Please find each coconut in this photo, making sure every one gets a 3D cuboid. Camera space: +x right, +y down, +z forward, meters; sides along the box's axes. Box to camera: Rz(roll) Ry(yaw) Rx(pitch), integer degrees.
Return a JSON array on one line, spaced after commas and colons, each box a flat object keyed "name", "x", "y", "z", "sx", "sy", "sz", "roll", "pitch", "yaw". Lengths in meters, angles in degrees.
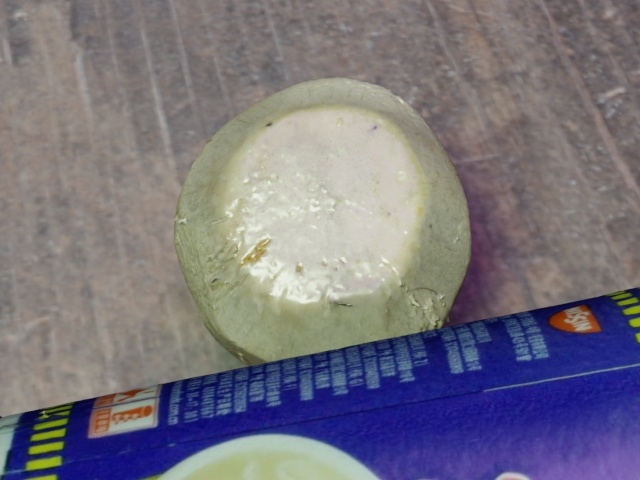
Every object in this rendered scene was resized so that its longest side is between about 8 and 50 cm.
[{"name": "coconut", "x": 0.002, "y": 0.002, "z": 0.935, "sx": 0.161, "sy": 0.162, "sz": 0.161, "roll": 0, "pitch": 77, "yaw": 2}]

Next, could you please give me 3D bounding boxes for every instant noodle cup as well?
[{"name": "instant noodle cup", "x": 0.024, "y": 0.153, "z": 0.721, "sx": 0.312, "sy": 0.284, "sz": 0.284, "roll": -5, "pitch": 47, "yaw": -1}]
